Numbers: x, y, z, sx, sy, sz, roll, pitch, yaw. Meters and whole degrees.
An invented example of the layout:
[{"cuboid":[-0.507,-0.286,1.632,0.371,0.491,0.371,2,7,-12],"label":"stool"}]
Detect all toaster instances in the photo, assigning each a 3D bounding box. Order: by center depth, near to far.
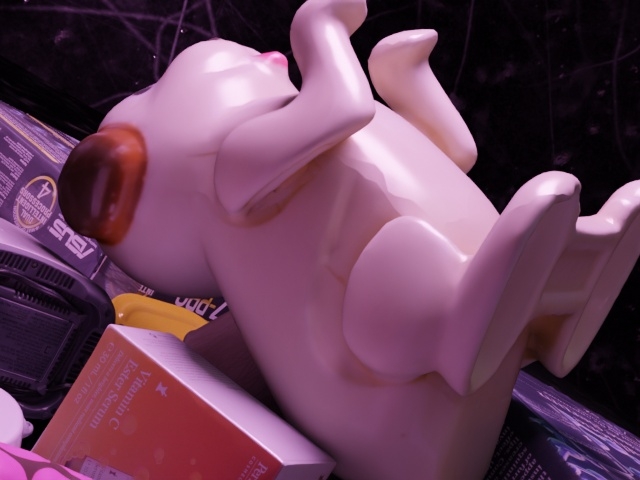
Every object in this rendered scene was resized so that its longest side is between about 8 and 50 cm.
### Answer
[{"cuboid":[-0.265,0.046,1.160,0.227,0.129,0.146,23,8,-44],"label":"toaster"}]

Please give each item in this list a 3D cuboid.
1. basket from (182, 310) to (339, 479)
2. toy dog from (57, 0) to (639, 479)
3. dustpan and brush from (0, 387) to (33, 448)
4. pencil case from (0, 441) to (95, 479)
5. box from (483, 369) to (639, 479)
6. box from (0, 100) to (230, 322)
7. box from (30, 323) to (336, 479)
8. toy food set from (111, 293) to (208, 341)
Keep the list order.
[{"cuboid":[0.017,0.096,1.353,0.204,0.227,0.154,58,17,25],"label":"basket"},{"cuboid":[0.000,0.000,1.181,0.408,0.395,0.284,33,24,25],"label":"toy dog"},{"cuboid":[-0.246,0.124,1.033,0.147,0.060,0.211,20,10,16],"label":"dustpan and brush"},{"cuboid":[-0.158,0.176,0.877,0.209,0.095,0.098,25,29,-30],"label":"pencil case"},{"cuboid":[0.220,0.283,1.259,0.293,0.212,0.395,30,7,-17],"label":"box"},{"cuboid":[-0.223,-0.017,1.629,0.395,0.097,0.318,36,4,41],"label":"box"},{"cuboid":[-0.100,0.159,1.058,0.170,0.130,0.091,34,7,25],"label":"box"},{"cuboid":[-0.140,0.130,1.426,0.218,0.071,0.128,22,36,-47],"label":"toy food set"}]
